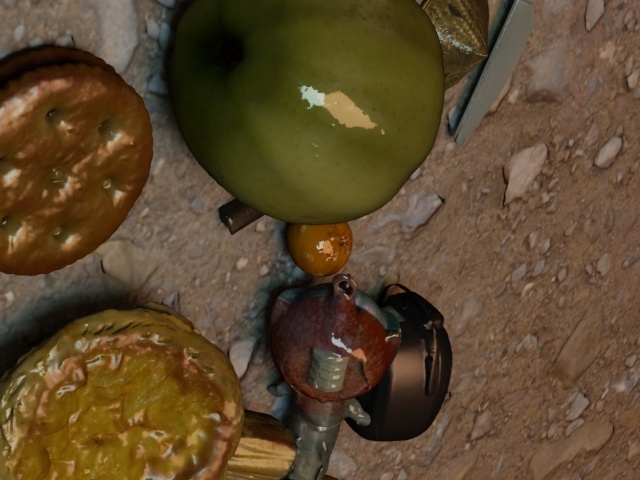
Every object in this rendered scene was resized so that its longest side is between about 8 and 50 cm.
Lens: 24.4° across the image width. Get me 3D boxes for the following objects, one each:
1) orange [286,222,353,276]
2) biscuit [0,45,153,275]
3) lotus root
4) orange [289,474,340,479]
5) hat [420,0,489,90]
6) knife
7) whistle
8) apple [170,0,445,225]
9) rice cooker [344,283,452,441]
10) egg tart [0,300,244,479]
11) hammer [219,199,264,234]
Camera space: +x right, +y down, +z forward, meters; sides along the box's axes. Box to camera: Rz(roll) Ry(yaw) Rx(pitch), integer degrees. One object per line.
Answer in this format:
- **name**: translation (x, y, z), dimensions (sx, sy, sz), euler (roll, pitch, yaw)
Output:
- **orange**: translation (0.000, 0.000, 1.687), dimensions (0.083, 0.070, 0.083), euler (17, 68, -50)
- **biscuit**: translation (-0.254, -0.072, 1.373), dimensions (0.220, 0.066, 0.220), euler (-25, 132, -31)
- **lotus root**: translation (-0.111, 0.244, 1.738), dimensions (0.159, 0.095, 0.135), euler (-29, 148, 31)
- **orange**: translation (-0.012, 0.379, 1.899), dimensions (0.156, 0.134, 0.156), euler (-20, 134, -23)
- **hat**: translation (0.170, -0.227, 1.725), dimensions (0.146, 0.067, 0.146), euler (-27, 133, -33)
- **knife**: translation (0.241, -0.268, 1.799), dimensions (0.080, 0.044, 0.331), euler (-7, 123, -55)
- **whistle**: translation (0.004, 0.164, 1.756), dimensions (0.142, 0.134, 0.346), euler (-1, 133, -14)
- **apple**: translation (-0.012, -0.147, 1.460), dimensions (0.279, 0.279, 0.279), euler (-27, 133, -33)
- **rice cooker**: translation (0.088, 0.157, 1.847), dimensions (0.118, 0.142, 0.203), euler (-7, 118, -31)
- **egg tart**: translation (-0.234, 0.210, 1.529), dimensions (0.341, 0.129, 0.341), euler (-19, 121, -34)
- **hammer**: translation (0.004, -0.081, 1.681), dimensions (0.297, 0.027, 0.125), euler (-31, 135, -30)
